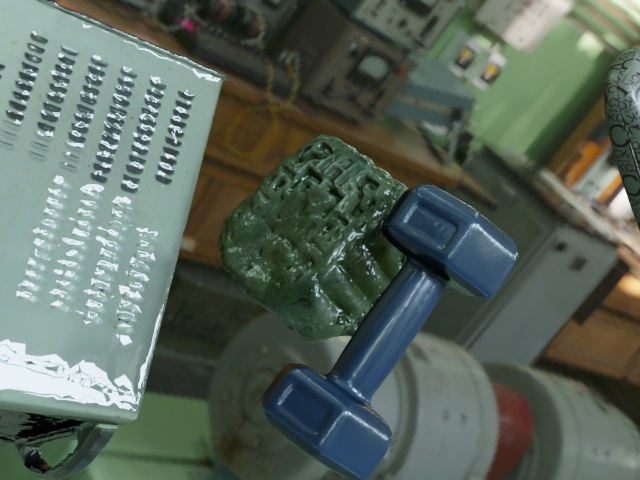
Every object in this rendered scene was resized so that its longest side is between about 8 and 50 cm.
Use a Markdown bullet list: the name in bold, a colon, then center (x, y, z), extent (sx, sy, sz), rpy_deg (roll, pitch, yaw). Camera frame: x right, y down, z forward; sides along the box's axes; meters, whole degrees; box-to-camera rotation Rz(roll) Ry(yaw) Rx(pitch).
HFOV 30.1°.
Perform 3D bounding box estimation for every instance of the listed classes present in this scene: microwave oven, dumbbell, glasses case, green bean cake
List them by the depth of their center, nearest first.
- **microwave oven**: center (-0.288, 0.008, 0.983), extent (0.247, 0.333, 0.394), rpy_deg (19, -19, -22)
- **dumbbell**: center (0.074, 0.099, 1.308), extent (0.160, 0.325, 0.144), rpy_deg (36, -4, -32)
- **green bean cake**: center (0.000, 0.000, 1.471), extent (0.222, 0.227, 0.125), rpy_deg (41, -4, 42)
- **glasses case**: center (0.485, -0.105, 1.701), extent (0.137, 0.085, 0.355), rpy_deg (-50, 124, -41)
